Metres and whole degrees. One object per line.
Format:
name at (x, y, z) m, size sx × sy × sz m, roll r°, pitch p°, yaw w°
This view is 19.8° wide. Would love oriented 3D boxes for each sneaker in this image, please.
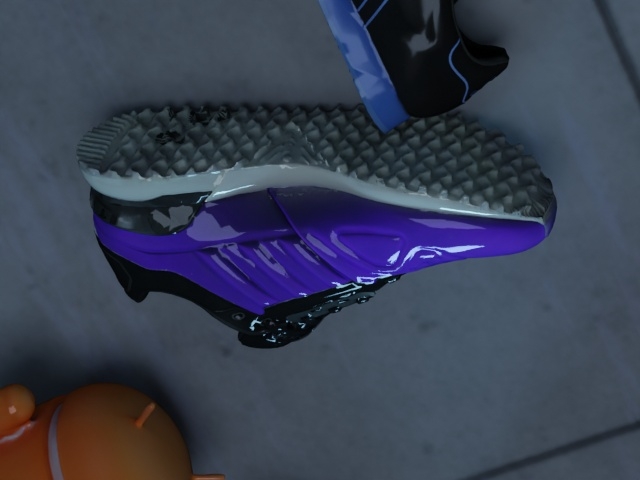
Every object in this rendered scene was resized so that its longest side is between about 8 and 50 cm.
sneaker at (0.030, -0.177, 1.058) m, size 0.090 × 0.081 × 0.232 m, roll -24°, pitch 114°, yaw 8°
sneaker at (0.000, 0.000, 1.144) m, size 0.293 × 0.102 × 0.146 m, roll 4°, pitch 122°, yaw 11°

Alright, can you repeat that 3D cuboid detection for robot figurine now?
robot figurine at (-0.178, 0.174, 1.238) m, size 0.219 × 0.128 × 0.158 m, roll -25°, pitch 84°, yaw 20°
